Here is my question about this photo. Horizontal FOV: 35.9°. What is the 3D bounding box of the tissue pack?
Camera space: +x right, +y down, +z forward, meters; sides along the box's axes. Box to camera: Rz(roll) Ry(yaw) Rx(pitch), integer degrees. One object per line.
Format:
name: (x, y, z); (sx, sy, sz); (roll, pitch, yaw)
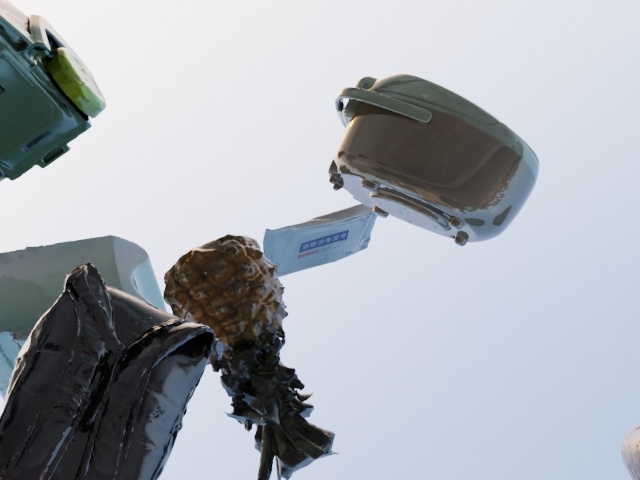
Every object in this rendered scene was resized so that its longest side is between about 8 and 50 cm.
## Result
tissue pack: (0.000, 0.000, 1.423); (0.193, 0.122, 0.026); (-17, -121, -25)

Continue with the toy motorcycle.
toy motorcycle: (-0.430, -0.241, 1.205); (0.191, 0.326, 0.200); (-33, -140, 4)

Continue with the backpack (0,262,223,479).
backpack: (-0.150, 0.113, 0.645); (0.120, 0.106, 0.165); (28, -124, -4)

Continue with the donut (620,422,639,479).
donut: (0.424, 0.208, 1.023); (0.226, 0.226, 0.114); (-29, -100, -8)

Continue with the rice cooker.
rice cooker: (0.103, -0.077, 0.945); (0.206, 0.145, 0.127); (20, -103, 16)

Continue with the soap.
soap: (-0.283, 0.142, 1.208); (0.208, 0.347, 0.115); (-9, -123, -4)

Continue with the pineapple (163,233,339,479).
pineapple: (-0.068, 0.122, 1.009); (0.128, 0.128, 0.248); (-24, -104, -3)
